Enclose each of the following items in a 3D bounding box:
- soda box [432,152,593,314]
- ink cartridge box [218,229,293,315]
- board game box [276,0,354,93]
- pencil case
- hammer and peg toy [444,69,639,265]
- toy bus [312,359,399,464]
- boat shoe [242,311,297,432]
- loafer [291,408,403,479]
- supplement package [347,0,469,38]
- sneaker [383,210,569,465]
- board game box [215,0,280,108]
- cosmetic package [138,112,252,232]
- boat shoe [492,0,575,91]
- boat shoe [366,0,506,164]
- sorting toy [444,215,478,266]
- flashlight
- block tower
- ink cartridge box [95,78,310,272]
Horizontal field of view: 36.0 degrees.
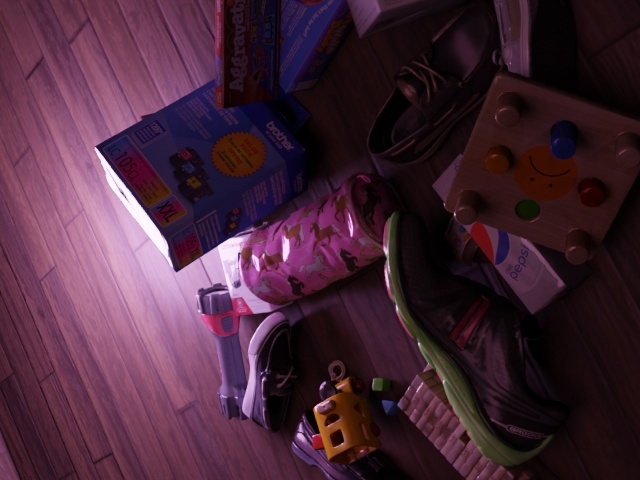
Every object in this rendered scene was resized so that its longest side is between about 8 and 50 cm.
[{"bbox_3d":[0.321,-0.022,1.661,0.286,0.098,0.091,54,132,17],"label":"soda box"},{"bbox_3d":[-0.145,0.068,2.152,0.127,0.072,0.175,-11,95,46],"label":"ink cartridge box"},{"bbox_3d":[-0.030,-0.484,1.864,0.233,0.078,0.347,54,135,18],"label":"board game box"},{"bbox_3d":[0.000,0.000,1.937,0.167,0.160,0.386,42,139,-21],"label":"pencil case"},{"bbox_3d":[0.397,-0.097,1.495,0.361,0.127,0.266,19,126,4],"label":"hammer and peg toy"},{"bbox_3d":[0.040,0.348,1.983,0.202,0.104,0.191,16,85,40],"label":"toy bus"},{"bbox_3d":[-0.098,0.296,2.152,0.102,0.108,0.301,35,126,32],"label":"boat shoe"},{"bbox_3d":[0.054,0.448,2.055,0.302,0.109,0.095,21,112,42],"label":"loafer"},{"bbox_3d":[0.126,-0.494,1.577,0.199,0.198,0.263,180,71,-83],"label":"supplement package"},{"bbox_3d":[0.267,0.149,1.721,0.202,0.185,0.483,-31,86,9],"label":"sneaker"},{"bbox_3d":[-0.135,-0.395,1.838,0.027,0.145,0.281,22,119,40],"label":"board game box"},{"bbox_3d":[-0.273,-0.147,2.158,0.296,0.153,0.129,46,130,23],"label":"cosmetic package"},{"bbox_3d":[0.321,-0.357,1.555,0.103,0.118,0.320,-4,98,53],"label":"boat shoe"},{"bbox_3d":[0.197,-0.257,1.686,0.132,0.130,0.355,49,130,22],"label":"boat shoe"},{"bbox_3d":[0.252,-0.006,1.779,0.075,0.045,0.083,52,134,46],"label":"sorting toy"},{"bbox_3d":[-0.217,0.254,2.265,0.103,0.103,0.304,-1,107,24],"label":"flashlight"},{"bbox_3d":[0.287,0.371,1.812,0.335,0.097,0.091,47,129,26],"label":"block tower"},{"bbox_3d":[-0.207,-0.162,1.981,0.270,0.395,0.151,49,160,25],"label":"ink cartridge box"}]
